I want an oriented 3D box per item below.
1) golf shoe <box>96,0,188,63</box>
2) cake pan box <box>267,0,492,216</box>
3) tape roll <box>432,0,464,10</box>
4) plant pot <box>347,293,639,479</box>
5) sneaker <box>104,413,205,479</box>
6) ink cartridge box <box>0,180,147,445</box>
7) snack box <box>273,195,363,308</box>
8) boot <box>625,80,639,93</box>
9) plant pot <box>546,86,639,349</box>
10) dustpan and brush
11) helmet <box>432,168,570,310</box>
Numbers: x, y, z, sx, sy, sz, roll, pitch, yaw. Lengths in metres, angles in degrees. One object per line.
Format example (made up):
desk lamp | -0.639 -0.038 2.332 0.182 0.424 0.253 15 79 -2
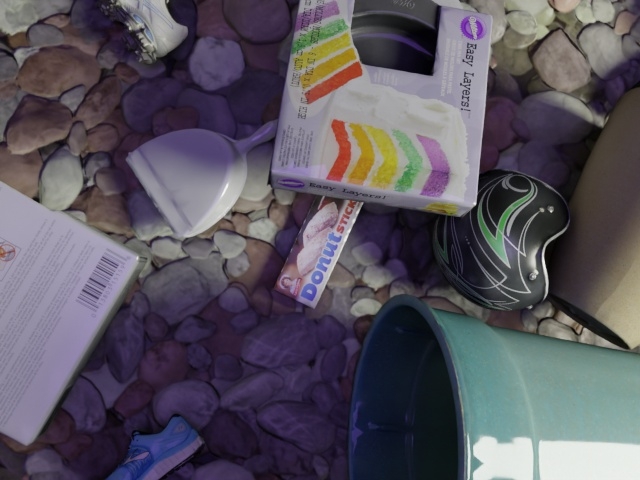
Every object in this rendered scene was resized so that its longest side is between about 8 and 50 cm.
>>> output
golf shoe | -0.251 -0.327 0.813 0.086 0.069 0.176 -35 94 -26
cake pan box | 0.077 -0.176 0.736 0.245 0.070 0.267 11 77 -4
tape roll | 0.090 -0.266 0.829 0.219 0.072 0.219 0 87 -5
plant pot | 0.237 0.249 0.710 0.334 0.341 0.341 7 87 -14
sneaker | -0.234 0.287 0.787 0.162 0.063 0.073 -32 73 -10
ink cartridge box | -0.399 0.082 0.771 0.238 0.060 0.275 30 86 -3
snack box | 0.000 0.000 0.832 0.064 0.022 0.178 25 85 -5
boot | 0.557 -0.168 0.879 0.189 0.076 0.208 -38 98 -4
plant pot | 0.419 -0.007 0.768 0.256 0.256 0.274 36 89 -3
dustpan and brush | -0.134 -0.112 0.814 0.211 0.060 0.147 -35 78 0
helmet | 0.230 0.006 0.787 0.169 0.169 0.162 37 73 -3
